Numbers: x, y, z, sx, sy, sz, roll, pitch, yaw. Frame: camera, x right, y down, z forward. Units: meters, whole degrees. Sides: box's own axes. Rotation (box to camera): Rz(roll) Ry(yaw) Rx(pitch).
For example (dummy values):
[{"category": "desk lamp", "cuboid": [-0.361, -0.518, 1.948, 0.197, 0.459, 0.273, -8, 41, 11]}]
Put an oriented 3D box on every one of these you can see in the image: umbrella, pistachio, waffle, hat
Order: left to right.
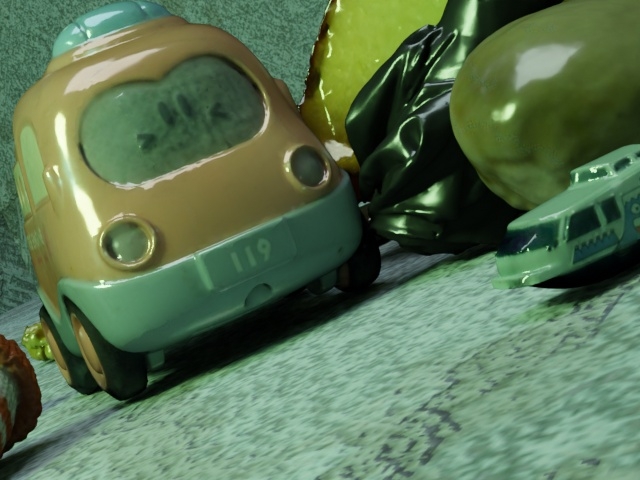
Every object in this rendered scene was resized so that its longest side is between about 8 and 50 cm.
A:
[{"category": "hat", "cuboid": [-0.207, 0.110, 0.663, 0.112, 0.094, 0.162, -33, 22, 2]}, {"category": "waffle", "cuboid": [-0.220, 0.074, 1.274, 0.160, 0.046, 0.192, -28, 6, -28]}, {"category": "umbrella", "cuboid": [0.107, -0.153, 0.720, 0.118, 0.340, 0.118, 19, 12, -4]}, {"category": "pistachio", "cuboid": [0.156, -0.075, 0.658, 0.185, 0.126, 0.108, -18, -28, -15]}]

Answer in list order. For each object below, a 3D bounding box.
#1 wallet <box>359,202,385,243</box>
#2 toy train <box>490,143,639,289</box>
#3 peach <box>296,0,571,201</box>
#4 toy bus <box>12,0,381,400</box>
[{"category": "wallet", "cuboid": [0.000, 0.000, 1.111, 0.198, 0.031, 0.110, -20, 5, 38]}, {"category": "toy train", "cuboid": [0.159, -0.029, 0.534, 0.207, 0.047, 0.043, -24, 3, -19]}, {"category": "peach", "cuboid": [0.151, -0.141, 0.888, 0.201, 0.258, 0.361, 5, -39, -46]}, {"category": "toy bus", "cuboid": [-0.105, -0.035, 0.831, 0.194, 0.232, 0.287, -21, 1, -19]}]
